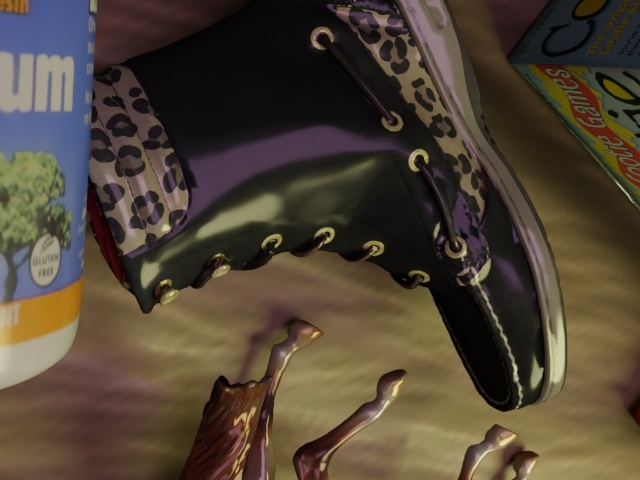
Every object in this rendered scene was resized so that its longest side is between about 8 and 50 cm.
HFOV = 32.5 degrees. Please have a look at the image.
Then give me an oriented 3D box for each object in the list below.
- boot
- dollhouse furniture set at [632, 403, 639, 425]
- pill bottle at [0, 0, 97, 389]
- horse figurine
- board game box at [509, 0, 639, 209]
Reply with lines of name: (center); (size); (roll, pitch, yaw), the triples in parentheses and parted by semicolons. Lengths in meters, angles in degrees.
boot: (-0.001, -0.001, 0.490); (0.178, 0.085, 0.236); (-27, 103, -18)
dollhouse furniture set: (0.379, 0.039, 0.684); (0.374, 0.152, 0.201); (-41, 117, 5)
pill bottle: (-0.148, -0.096, 0.356); (0.152, 0.152, 0.272); (0, 101, -27)
horse figurine: (0.020, 0.152, 0.544); (0.263, 0.066, 0.175); (33, 79, -32)
board game box: (0.246, -0.083, 0.492); (0.142, 0.275, 0.144); (42, 80, -28)
